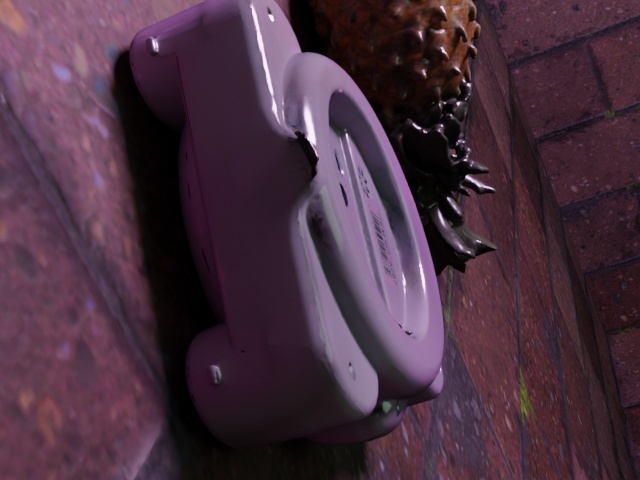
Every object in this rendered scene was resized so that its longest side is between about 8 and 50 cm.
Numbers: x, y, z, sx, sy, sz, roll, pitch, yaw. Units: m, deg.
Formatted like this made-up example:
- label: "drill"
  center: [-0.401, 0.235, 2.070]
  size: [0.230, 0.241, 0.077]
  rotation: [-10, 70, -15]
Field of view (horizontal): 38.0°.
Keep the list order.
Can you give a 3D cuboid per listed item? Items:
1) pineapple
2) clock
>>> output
- label: "pineapple"
  center: [0.086, -0.119, 0.835]
  size: [0.170, 0.141, 0.310]
  rotation: [-132, -155, -71]
- label: "clock"
  center: [0.000, 0.000, 0.524]
  size: [0.248, 0.090, 0.228]
  rotation: [30, 45, -66]
